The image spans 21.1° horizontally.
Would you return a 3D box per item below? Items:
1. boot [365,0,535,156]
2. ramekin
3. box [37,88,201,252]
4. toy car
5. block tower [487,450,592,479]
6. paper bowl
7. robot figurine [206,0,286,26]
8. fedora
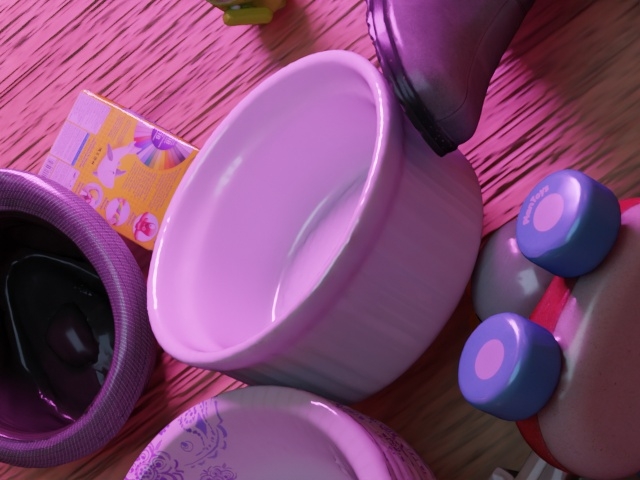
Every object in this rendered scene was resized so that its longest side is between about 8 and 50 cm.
[{"bbox_3d":[0.163,-0.220,1.329,0.223,0.118,0.338,-20,38,24],"label":"boot"},{"bbox_3d":[0.000,0.000,1.372,0.277,0.135,0.277,-35,38,33],"label":"ramekin"},{"bbox_3d":[-0.170,-0.058,1.581,0.179,0.043,0.105,29,92,32],"label":"box"},{"bbox_3d":[0.179,0.061,1.312,0.238,0.219,0.210,14,80,59],"label":"toy car"},{"bbox_3d":[0.265,0.269,1.249,0.335,0.097,0.091,32,95,28],"label":"block tower"},{"bbox_3d":[-0.023,0.261,1.293,0.284,0.148,0.284,-16,62,32],"label":"paper bowl"},{"bbox_3d":[-0.074,-0.235,1.529,0.067,0.115,0.101,-13,72,25],"label":"robot figurine"},{"bbox_3d":[-0.250,0.073,1.543,0.275,0.124,0.243,37,98,21],"label":"fedora"}]
